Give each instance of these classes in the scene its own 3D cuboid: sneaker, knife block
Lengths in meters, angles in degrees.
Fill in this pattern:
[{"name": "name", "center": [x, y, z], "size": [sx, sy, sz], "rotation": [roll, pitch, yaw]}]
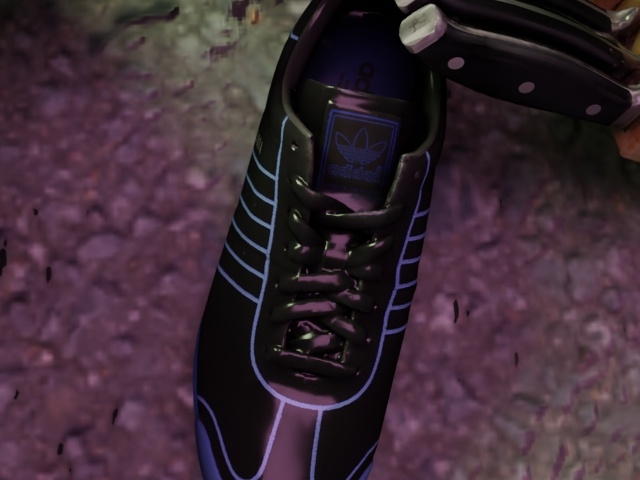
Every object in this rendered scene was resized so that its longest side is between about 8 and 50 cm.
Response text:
[{"name": "sneaker", "center": [0.000, 0.000, 0.464], "size": [0.082, 0.090, 0.232], "rotation": [9, 73, -5]}, {"name": "knife block", "center": [0.164, -0.069, 0.455], "size": [0.275, 0.088, 0.242], "rotation": [46, 45, 6]}]
